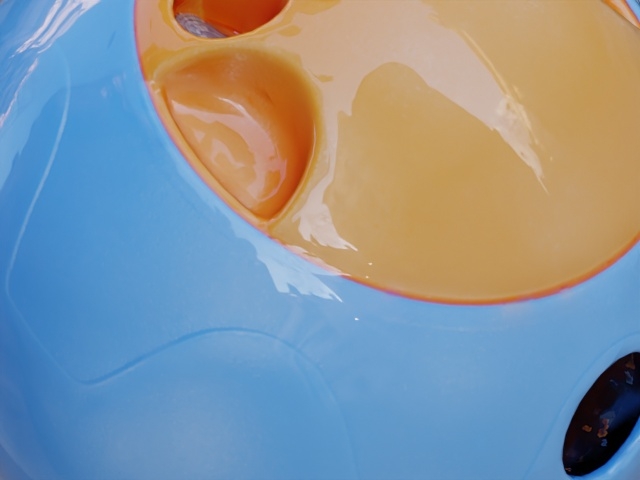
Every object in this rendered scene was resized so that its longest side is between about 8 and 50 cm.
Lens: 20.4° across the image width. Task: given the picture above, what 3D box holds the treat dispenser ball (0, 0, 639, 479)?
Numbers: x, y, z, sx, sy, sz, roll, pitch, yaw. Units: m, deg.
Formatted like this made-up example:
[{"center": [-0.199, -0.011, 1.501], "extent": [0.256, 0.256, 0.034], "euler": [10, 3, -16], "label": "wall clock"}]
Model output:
[{"center": [0.000, 0.000, 0.654], "extent": [0.288, 0.288, 0.288], "euler": [-19, 28, 11], "label": "treat dispenser ball"}]

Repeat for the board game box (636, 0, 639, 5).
[{"center": [0.262, -0.248, 0.871], "extent": [0.308, 0.086, 0.302], "euler": [-25, 48, 12], "label": "board game box"}]
